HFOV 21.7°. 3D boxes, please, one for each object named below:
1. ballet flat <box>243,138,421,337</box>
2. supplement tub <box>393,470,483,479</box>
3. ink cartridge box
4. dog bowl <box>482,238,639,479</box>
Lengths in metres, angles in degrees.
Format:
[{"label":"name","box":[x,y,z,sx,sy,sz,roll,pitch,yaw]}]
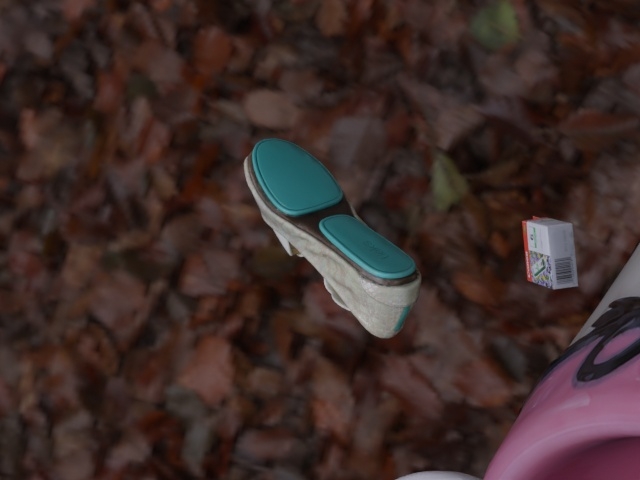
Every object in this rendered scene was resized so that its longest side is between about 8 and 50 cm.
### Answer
[{"label":"ballet flat","box":[0.000,0.000,1.012,0.168,0.057,0.052,48,139,43]},{"label":"supplement tub","box":[0.167,0.341,1.511,0.228,0.316,0.228,-12,69,32]},{"label":"ink cartridge box","box":[0.220,0.010,1.654,0.115,0.029,0.063,-157,60,-77]},{"label":"dog bowl","box":[0.226,0.169,0.633,0.408,0.150,0.408,36,144,33]}]
